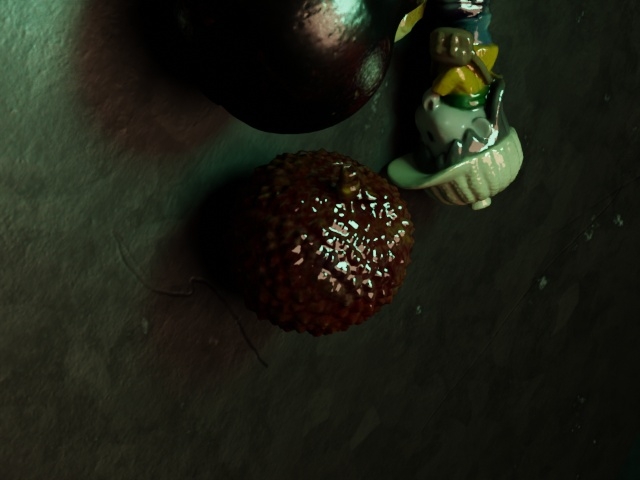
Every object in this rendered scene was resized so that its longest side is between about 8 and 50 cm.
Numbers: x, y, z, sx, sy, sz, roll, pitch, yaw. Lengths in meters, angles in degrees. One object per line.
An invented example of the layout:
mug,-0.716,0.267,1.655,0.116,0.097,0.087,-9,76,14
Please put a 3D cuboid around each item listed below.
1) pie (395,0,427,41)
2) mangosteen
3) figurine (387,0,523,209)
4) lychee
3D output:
pie,0.091,-0.381,1.712,0.195,0.046,0.195,-21,120,-41
mangosteen,-0.022,-0.274,1.430,0.313,0.297,0.297,-9,117,-3
figurine,0.230,-0.213,1.823,0.204,0.185,0.332,10,103,-13
lychee,0.000,0.000,1.584,0.264,0.264,0.300,-34,162,-35
